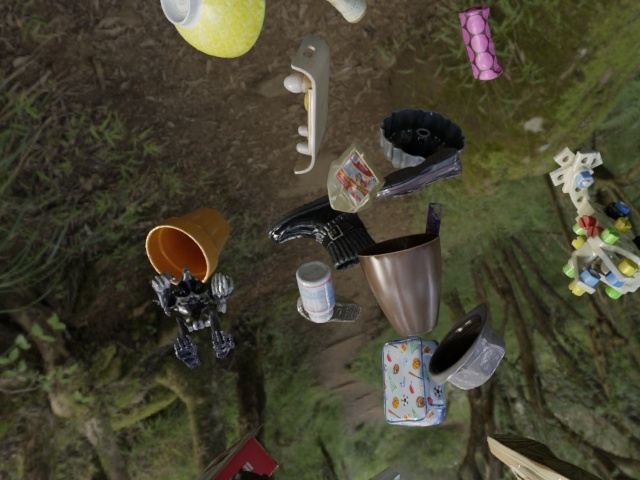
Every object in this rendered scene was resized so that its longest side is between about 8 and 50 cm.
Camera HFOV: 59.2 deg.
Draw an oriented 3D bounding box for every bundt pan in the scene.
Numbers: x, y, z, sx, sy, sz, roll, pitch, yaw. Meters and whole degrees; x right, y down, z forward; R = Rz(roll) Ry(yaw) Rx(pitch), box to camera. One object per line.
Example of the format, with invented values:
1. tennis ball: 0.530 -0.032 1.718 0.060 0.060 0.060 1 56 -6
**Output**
1. bundt pan: 0.381 -0.367 2.163 0.331 0.331 0.124 -8 139 -14

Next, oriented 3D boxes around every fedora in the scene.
1. fedora: 0.437 0.327 1.627 0.275 0.124 0.244 -53 -177 22

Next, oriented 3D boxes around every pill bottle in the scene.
1. pill bottle: -0.008 0.134 1.445 0.087 0.087 0.160 -12 132 -2

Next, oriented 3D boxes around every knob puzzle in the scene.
1. knob puzzle: 0.088 -0.168 1.683 0.213 0.213 0.030 0 -175 -33

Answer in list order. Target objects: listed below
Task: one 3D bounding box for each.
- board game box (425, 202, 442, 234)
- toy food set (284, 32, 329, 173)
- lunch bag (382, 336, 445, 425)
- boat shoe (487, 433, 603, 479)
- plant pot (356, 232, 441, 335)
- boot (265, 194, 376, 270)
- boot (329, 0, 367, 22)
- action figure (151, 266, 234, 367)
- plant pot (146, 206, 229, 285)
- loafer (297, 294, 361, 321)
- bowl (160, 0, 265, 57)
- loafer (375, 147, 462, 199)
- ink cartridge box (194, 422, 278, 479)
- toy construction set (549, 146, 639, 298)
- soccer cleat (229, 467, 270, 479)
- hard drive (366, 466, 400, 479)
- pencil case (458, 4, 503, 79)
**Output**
1. board game box: 0.351 0.075 1.803 0.056 0.208 0.347 9 137 16
2. toy food set: -0.040 -0.363 1.508 0.092 0.220 0.306 7 130 6
3. lunch bag: 0.311 0.479 1.940 0.115 0.303 0.243 14 156 -30
4. boat shoe: 0.513 0.557 1.337 0.121 0.110 0.341 6 -179 -19
5. plant pot: 0.225 0.119 1.451 0.215 0.230 0.215 -14 -173 2
6. boot: 0.000 -0.001 1.967 0.348 0.260 0.131 -25 167 9
7. boot: 0.011 -0.600 1.252 0.077 0.213 0.165 -34 158 25
8. action figure: -0.256 0.124 1.160 0.164 0.276 0.141 -7 124 -20
9. plant pot: -0.365 0.001 1.639 0.205 0.205 0.188 -26 -163 35
10. loafer: 0.021 0.238 2.030 0.268 0.102 0.092 15 -170 -34
11. bowl: -0.287 -0.584 1.356 0.156 0.289 0.289 -26 175 -44
12. loafer: 0.316 -0.193 1.822 0.302 0.109 0.095 -25 118 8
13. ink cartridge box: -0.257 0.659 1.476 0.272 0.130 0.309 -45 175 27
14. toy construction set: 0.553 -0.025 1.130 0.215 0.328 0.151 12 146 -21
15. soccer cleat: -0.135 0.560 1.005 0.116 0.143 0.331 20 -168 -11
16. hard drive: 0.038 0.573 1.107 0.307 0.040 0.203 8 110 -58
17. pencil case: 0.472 -0.580 1.647 0.098 0.209 0.095 -32 -150 -17
